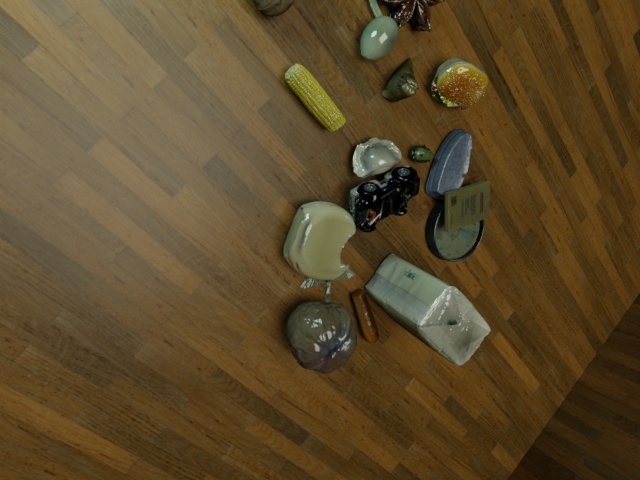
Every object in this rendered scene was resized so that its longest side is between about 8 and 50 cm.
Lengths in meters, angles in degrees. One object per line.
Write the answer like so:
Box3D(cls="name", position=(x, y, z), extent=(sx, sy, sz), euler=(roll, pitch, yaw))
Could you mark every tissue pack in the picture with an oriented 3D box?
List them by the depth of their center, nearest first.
Box3D(cls="tissue pack", position=(0.378, 0.243, 1.693), extent=(0.207, 0.380, 0.297), euler=(-49, 119, -5))

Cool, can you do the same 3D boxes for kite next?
Box3D(cls="kite", position=(0.031, 0.152, 1.702), extent=(0.229, 0.012, 0.250), euler=(-7, 106, -25))

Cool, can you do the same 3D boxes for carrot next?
Box3D(cls="carrot", position=(0.173, 0.294, 1.776), extent=(0.067, 0.067, 0.225), euler=(-25, 110, -21))

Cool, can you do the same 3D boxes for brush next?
Box3D(cls="brush", position=(0.159, -0.801, 1.538), extent=(0.033, 0.030, 0.178), euler=(-51, 124, -30))

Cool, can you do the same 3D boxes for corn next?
Box3D(cls="corn", position=(-0.017, -0.454, 1.496), extent=(0.081, 0.081, 0.248), euler=(-49, 118, -9))

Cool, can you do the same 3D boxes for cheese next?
Box3D(cls="cheese", position=(0.000, 0.000, 1.584), extent=(0.233, 0.127, 0.266), euler=(20, 93, -30))

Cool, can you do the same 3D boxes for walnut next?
Box3D(cls="walnut", position=(-0.132, -0.734, 1.344), extent=(0.140, 0.140, 0.162), euler=(33, 101, -29))
Box3D(cls="walnut", position=(0.000, 0.323, 1.603), extent=(0.248, 0.248, 0.248), euler=(-6, 104, -26))

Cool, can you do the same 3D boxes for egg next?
Box3D(cls="egg", position=(0.191, -0.663, 1.537), extent=(0.114, 0.114, 0.152), euler=(36, 92, -29))

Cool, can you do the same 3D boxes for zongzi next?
Box3D(cls="zongzi", position=(0.303, -0.562, 1.594), extent=(0.078, 0.160, 0.176), euler=(33, 87, -25))

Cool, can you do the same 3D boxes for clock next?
Box3D(cls="clock", position=(0.552, -0.049, 1.900), extent=(0.280, 0.055, 0.280), euler=(-6, 104, -26))

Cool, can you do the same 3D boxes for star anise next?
Box3D(cls="star anise", position=(0.303, -0.801, 1.580), extent=(0.220, 0.099, 0.214), euler=(35, 98, -34))

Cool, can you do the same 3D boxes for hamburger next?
Box3D(cls="hamburger", position=(0.507, -0.567, 1.704), extent=(0.210, 0.173, 0.116), euler=(19, 55, -30))

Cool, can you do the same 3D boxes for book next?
Box3D(cls="book", position=(0.576, -0.137, 1.830), extent=(0.231, 0.026, 0.161), euler=(-18, 115, -27))

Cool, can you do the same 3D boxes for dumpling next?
Box3D(cls="dumpling", position=(0.191, -0.293, 1.636), extent=(0.188, 0.108, 0.127), euler=(-20, 84, -8))

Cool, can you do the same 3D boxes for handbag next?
Box3D(cls="handbag", position=(0.384, -0.324, 1.754), extent=(0.111, 0.047, 0.072), euler=(4, 100, -26))

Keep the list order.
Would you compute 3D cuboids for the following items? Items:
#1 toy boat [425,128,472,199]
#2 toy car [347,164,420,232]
Box3D(cls="toy boat", position=(0.504, -0.296, 1.807), extent=(0.127, 0.078, 0.283), euler=(20, 93, -26))
Box3D(cls="toy car", position=(0.228, -0.154, 1.666), extent=(0.301, 0.118, 0.193), euler=(-30, 141, -23))
